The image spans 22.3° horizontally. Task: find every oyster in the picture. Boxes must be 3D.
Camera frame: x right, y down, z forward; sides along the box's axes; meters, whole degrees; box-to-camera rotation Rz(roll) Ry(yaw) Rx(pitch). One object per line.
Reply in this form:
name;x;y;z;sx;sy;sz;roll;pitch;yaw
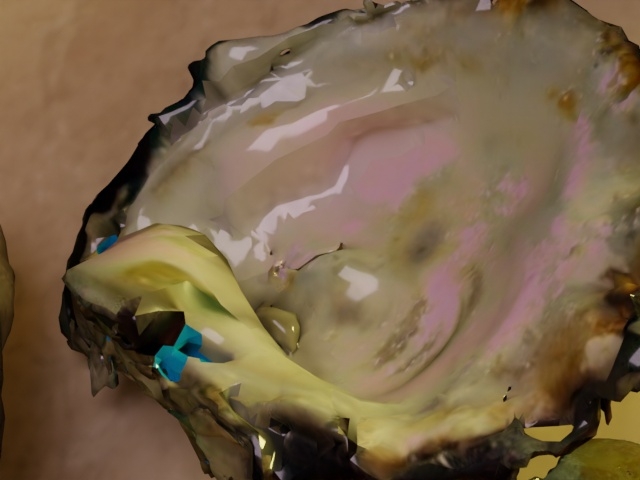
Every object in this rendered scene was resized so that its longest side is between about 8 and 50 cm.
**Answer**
oyster;0.005;0.005;0.548;0.259;0.092;0.198;-7;48;24

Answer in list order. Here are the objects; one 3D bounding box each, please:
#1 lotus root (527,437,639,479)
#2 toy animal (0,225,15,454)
lotus root;0.102;0.147;0.456;0.113;0.088;0.192;-41;57;16
toy animal;-0.213;0.114;0.506;0.188;0.226;0.358;-32;49;36
